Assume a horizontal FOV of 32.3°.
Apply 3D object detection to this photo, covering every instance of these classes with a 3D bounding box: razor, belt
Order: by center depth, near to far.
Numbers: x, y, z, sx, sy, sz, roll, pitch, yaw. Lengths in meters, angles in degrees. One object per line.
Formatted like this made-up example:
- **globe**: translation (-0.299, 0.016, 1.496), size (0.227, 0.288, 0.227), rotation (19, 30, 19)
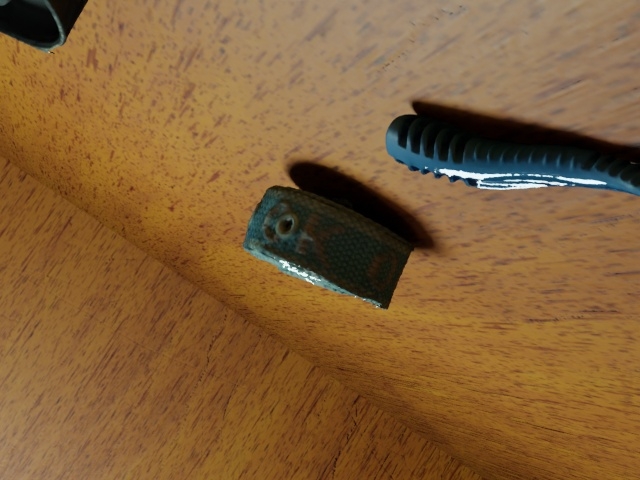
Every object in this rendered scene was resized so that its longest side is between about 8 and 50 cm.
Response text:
- **razor**: translation (0.127, -0.032, 0.590), size (0.082, 0.042, 0.253), rotation (-11, -159, -36)
- **belt**: translation (0.004, 0.001, 0.979), size (0.163, 0.082, 0.148), rotation (20, 174, 39)

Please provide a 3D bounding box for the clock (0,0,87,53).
- **clock**: translation (-0.290, -0.249, 0.758), size (0.313, 0.061, 0.312), rotation (32, 169, 7)
